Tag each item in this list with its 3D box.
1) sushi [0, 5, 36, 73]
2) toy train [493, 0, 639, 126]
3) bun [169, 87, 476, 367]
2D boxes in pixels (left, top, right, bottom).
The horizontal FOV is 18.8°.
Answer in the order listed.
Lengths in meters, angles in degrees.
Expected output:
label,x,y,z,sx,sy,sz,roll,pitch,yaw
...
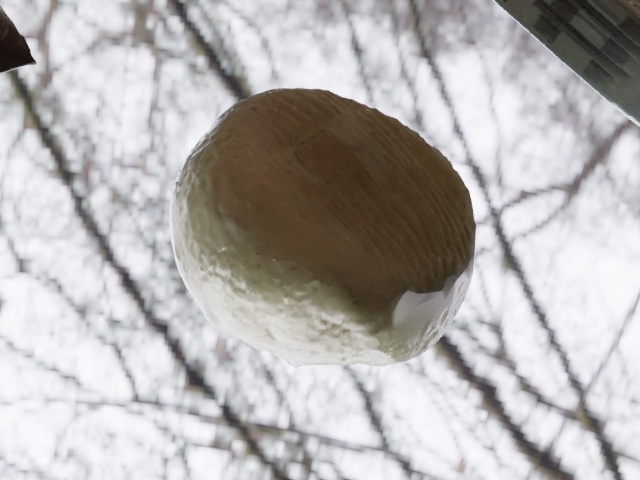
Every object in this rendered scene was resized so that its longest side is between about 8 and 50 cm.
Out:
label,x,y,z,sx,sy,sz,roll,pitch,yaw
sushi,-0.350,-0.170,1.471,0.134,0.109,0.273,14,-156,33
toy train,0.171,-0.090,1.010,0.234,0.052,0.051,44,-157,14
bun,0.000,0.000,1.030,0.164,0.111,0.188,44,-146,10
